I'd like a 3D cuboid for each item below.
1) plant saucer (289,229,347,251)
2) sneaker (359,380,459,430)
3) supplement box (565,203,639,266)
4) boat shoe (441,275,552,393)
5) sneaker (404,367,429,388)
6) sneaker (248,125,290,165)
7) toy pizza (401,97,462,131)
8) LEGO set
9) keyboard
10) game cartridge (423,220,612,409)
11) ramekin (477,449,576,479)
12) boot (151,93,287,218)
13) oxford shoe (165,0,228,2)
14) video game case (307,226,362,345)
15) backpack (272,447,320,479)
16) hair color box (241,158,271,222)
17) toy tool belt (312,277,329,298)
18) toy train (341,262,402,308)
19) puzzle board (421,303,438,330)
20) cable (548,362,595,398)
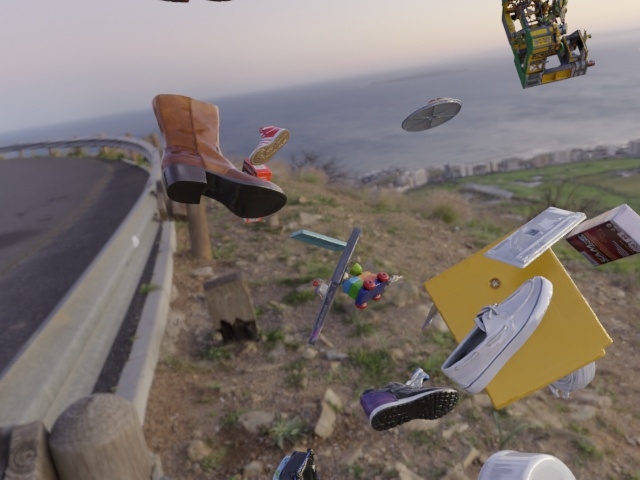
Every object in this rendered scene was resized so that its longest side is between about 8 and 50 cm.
[{"bbox_3d":[0.000,0.000,1.825,0.192,0.018,0.067,18,-23,-35],"label":"plant saucer"},{"bbox_3d":[0.249,0.435,1.651,0.283,0.107,0.124,-4,30,-20],"label":"sneaker"},{"bbox_3d":[0.848,-0.010,1.727,0.073,0.130,0.239,-45,-4,-15],"label":"supplement box"},{"bbox_3d":[0.323,0.164,1.084,0.084,0.258,0.095,34,4,-7],"label":"boat shoe"},{"bbox_3d":[0.300,0.469,1.867,0.058,0.052,0.135,29,63,25],"label":"sneaker"},{"bbox_3d":[-0.131,-0.218,1.341,0.118,0.042,0.067,-43,46,-20],"label":"sneaker"},{"bbox_3d":[0.353,-0.406,1.879,0.201,0.032,0.201,-16,-12,-4],"label":"toy pizza"},{"bbox_3d":[0.592,-0.562,1.499,0.192,0.255,0.331,-12,57,8],"label":"LEGO set"},{"bbox_3d":[0.384,-0.010,1.039,0.072,0.014,0.256,14,30,42],"label":"keyboard"},{"bbox_3d":[0.430,0.164,1.301,0.285,0.323,0.053,-32,-17,14],"label":"game cartridge"},{"bbox_3d":[0.534,0.667,1.469,0.277,0.277,0.135,-23,-5,-38],"label":"ramekin"},{"bbox_3d":[-0.213,-0.180,1.231,0.264,0.096,0.280,3,47,-25],"label":"boot"},{"bbox_3d":[-0.298,-0.638,1.385,0.348,0.130,0.123,15,15,32],"label":"oxford shoe"},{"bbox_3d":[0.035,0.120,1.503,0.026,0.274,0.196,23,47,3],"label":"video game case"},{"bbox_3d":[-0.051,0.555,1.350,0.084,0.114,0.105,-10,20,27],"label":"backpack"},{"bbox_3d":[-0.165,-0.121,1.428,0.043,0.141,0.072,-9,40,-34],"label":"hair color box"},{"bbox_3d":[0.005,0.159,1.894,0.052,0.083,0.051,-60,6,-18],"label":"toy tool belt"},{"bbox_3d":[0.164,0.130,2.035,0.143,0.105,0.248,36,34,24],"label":"toy train"},{"bbox_3d":[0.322,0.185,1.619,0.011,0.128,0.096,29,47,5],"label":"puzzle board"},{"bbox_3d":[0.814,0.384,1.990,0.089,0.257,0.257,-20,61,-17],"label":"cable"}]
